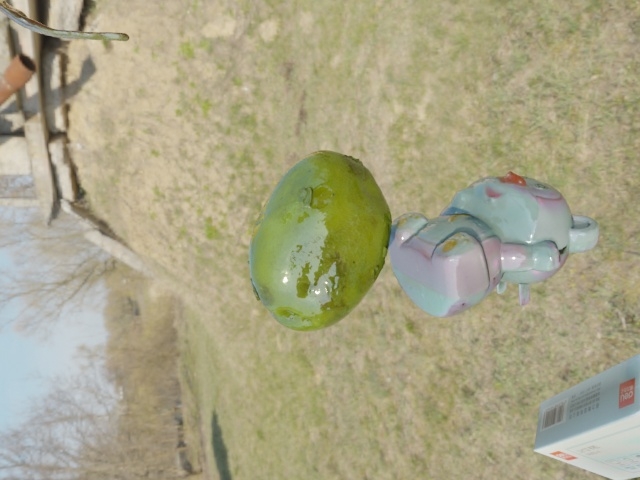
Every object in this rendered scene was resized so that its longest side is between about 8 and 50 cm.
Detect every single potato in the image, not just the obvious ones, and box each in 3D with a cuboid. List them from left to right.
[{"bbox_3d":[0.000,0.000,0.809,0.148,0.187,0.253,40,-122,-78],"label":"potato"}]

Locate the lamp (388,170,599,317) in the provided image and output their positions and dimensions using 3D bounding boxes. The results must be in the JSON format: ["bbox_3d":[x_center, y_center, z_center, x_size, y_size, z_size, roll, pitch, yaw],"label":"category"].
[{"bbox_3d":[0.283,0.022,0.987,0.247,0.301,0.247,27,138,54],"label":"lamp"}]

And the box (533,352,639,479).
[{"bbox_3d":[0.392,0.230,0.742,0.269,0.135,0.079,105,-176,-61],"label":"box"}]

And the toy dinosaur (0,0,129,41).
[{"bbox_3d":[-0.317,-0.320,0.542,0.327,0.113,0.206,55,172,5],"label":"toy dinosaur"}]
